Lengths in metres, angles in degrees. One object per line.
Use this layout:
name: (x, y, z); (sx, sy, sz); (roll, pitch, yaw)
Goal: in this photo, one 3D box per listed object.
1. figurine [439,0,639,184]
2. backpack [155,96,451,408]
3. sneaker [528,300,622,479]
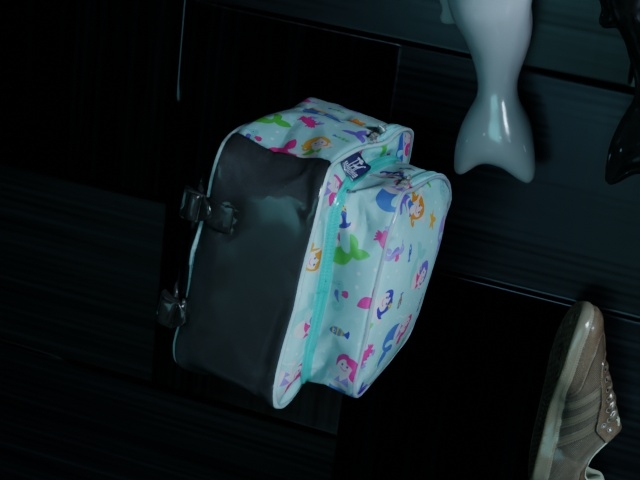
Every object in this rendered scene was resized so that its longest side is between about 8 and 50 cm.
figurine: (0.200, -0.141, 1.197); (0.215, 0.092, 0.209); (4, 114, 20)
backpack: (0.000, 0.000, 1.228); (0.191, 0.253, 0.225); (16, 111, 10)
sneaker: (0.235, 0.139, 1.306); (0.071, 0.066, 0.188); (9, 119, -1)
